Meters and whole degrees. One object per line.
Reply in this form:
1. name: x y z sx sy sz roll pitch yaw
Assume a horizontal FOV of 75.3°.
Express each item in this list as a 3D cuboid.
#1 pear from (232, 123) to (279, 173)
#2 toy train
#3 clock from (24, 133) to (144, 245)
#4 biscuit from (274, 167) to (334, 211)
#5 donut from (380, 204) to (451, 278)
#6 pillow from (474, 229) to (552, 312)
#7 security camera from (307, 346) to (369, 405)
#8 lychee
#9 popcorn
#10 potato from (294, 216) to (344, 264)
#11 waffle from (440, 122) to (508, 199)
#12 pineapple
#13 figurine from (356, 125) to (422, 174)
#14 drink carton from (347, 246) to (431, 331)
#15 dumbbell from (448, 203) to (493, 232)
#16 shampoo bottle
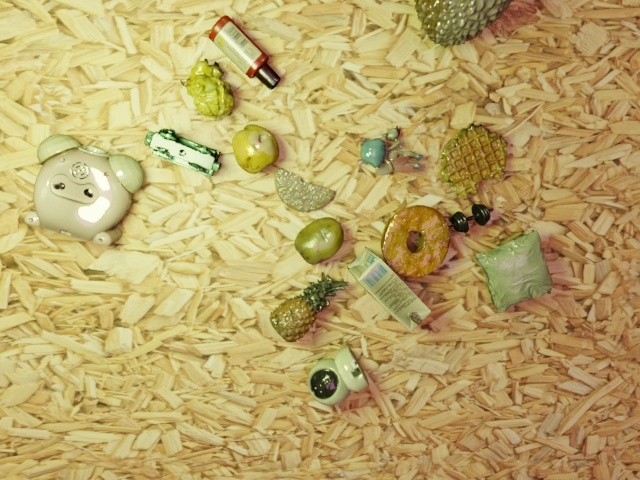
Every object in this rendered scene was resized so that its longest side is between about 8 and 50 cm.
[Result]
1. pear: -0.239 -0.336 1.512 0.178 0.178 0.178 -2 101 -9
2. toy train: -0.480 -0.320 1.480 0.269 0.154 0.115 19 98 -12
3. clock: -0.822 -0.176 1.449 0.342 0.184 0.326 18 93 -17
4. biscuit: -0.077 -0.181 1.636 0.250 0.032 0.133 22 98 -14
5. donut: 0.379 -0.001 1.706 0.303 0.110 0.303 -2 100 -9
6. pillow: 0.841 0.142 1.799 0.283 0.138 0.310 -21 102 4
7. security camera: 0.062 0.576 1.729 0.236 0.194 0.195 -28 104 2
8. lychee: 0.496 -0.895 1.422 0.380 0.380 0.432 20 115 -12
9. popcorn: -0.396 -0.526 1.452 0.173 0.168 0.195 -28 95 34
10. potato: 0.000 0.000 1.629 0.200 0.137 0.154 -35 103 0
11. waffle: 0.639 -0.328 1.715 0.281 0.058 0.301 37 94 -12
12. pineapple: -0.038 0.251 1.664 0.340 0.169 0.169 -40 104 -3
13. figurine: 0.280 -0.353 1.626 0.260 0.103 0.205 9 99 -10
14. drink carton: 0.271 0.194 1.682 0.132 0.194 0.324 -45 104 3
15. dumbbell: 0.629 -0.093 1.736 0.208 0.099 0.099 -22 103 -4
16. shampoo bottle: -0.259 -0.656 1.477 0.278 0.104 0.104 42 92 -14
